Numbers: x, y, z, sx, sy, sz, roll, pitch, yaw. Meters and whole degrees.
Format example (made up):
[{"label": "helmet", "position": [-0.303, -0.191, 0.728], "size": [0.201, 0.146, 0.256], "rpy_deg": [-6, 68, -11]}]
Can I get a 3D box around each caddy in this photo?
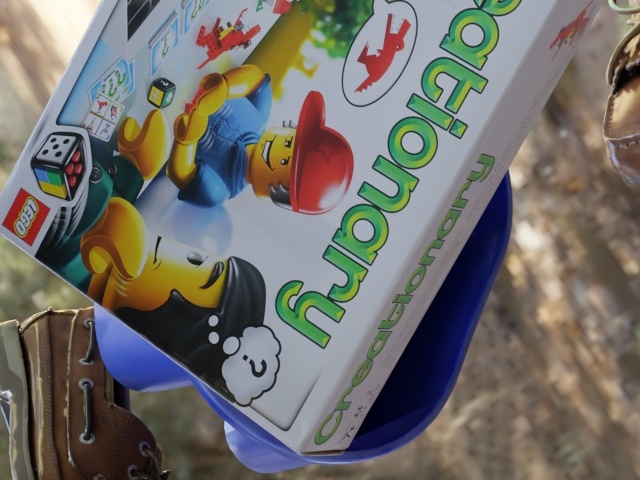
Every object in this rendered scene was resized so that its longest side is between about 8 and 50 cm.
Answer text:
[{"label": "caddy", "position": [0.000, 0.000, 1.242], "size": [0.241, 0.341, 0.179], "rpy_deg": [35, 148, -18]}]

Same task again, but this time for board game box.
[{"label": "board game box", "position": [0.002, -0.087, 0.767], "size": [0.193, 0.305, 0.053], "rpy_deg": [33, -169, 24]}]

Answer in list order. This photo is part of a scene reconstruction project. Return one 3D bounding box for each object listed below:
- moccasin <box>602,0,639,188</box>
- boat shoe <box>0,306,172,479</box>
[{"label": "moccasin", "position": [0.286, -0.169, 1.309], "size": [0.139, 0.380, 0.147], "rpy_deg": [-8, 122, 38]}, {"label": "boat shoe", "position": [-0.157, 0.159, 1.238], "size": [0.111, 0.104, 0.307], "rpy_deg": [84, 167, -49]}]
